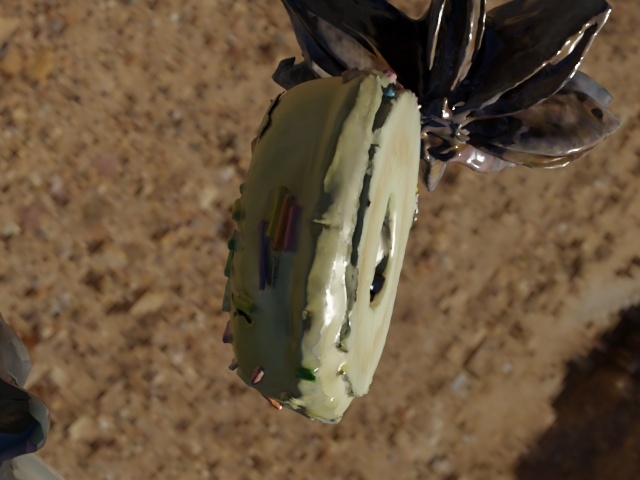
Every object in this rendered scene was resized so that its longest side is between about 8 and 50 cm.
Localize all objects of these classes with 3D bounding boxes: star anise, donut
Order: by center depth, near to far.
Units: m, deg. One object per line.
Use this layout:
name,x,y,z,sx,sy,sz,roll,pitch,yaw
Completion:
donut,0.000,0.000,0.895,0.174,0.068,0.175,10,90,-80
star anise,0.065,-0.099,1.150,0.229,0.236,0.093,32,50,-29

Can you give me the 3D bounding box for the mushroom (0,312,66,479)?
mushroom,-0.122,0.204,0.471,0.314,0.224,0.397,-50,141,-11
